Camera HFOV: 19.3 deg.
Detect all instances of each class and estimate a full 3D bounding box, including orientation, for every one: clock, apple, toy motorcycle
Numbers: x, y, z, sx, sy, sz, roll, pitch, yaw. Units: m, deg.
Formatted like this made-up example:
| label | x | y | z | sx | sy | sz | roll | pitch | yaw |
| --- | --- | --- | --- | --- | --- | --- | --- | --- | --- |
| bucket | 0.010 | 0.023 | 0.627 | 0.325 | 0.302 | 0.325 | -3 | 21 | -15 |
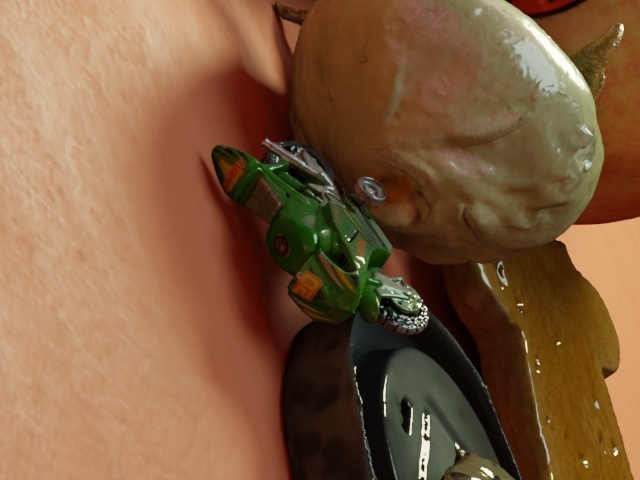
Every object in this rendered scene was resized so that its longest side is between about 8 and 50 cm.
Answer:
| label | x | y | z | sx | sy | sz | roll | pitch | yaw |
| --- | --- | --- | --- | --- | --- | --- | --- | --- | --- |
| clock | 0.080 | 0.193 | 1.414 | 0.325 | 0.067 | 0.325 | 51 | 26 | -35 |
| apple | 0.290 | -0.212 | 1.879 | 0.391 | 0.346 | 0.392 | 180 | -90 | -81 |
| toy motorcycle | 0.000 | 0.000 | 1.357 | 0.106 | 0.074 | 0.190 | -6 | 50 | -44 |

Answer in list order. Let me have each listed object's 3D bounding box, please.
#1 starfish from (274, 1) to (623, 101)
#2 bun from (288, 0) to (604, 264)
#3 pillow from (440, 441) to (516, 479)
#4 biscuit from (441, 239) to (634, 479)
| label | x | y | z | sx | sy | sz | roll | pitch | yaw |
| --- | --- | --- | --- | --- | --- | --- | --- | --- | --- |
| starfish | 0.101 | -0.153 | 1.628 | 0.084 | 0.293 | 0.301 | -54 | 167 | -26 |
| bun | 0.079 | -0.077 | 1.489 | 0.179 | 0.283 | 0.283 | -51 | 123 | -25 |
| pillow | 0.138 | 0.208 | 1.372 | 0.241 | 0.051 | 0.093 | 38 | 34 | -48 |
| biscuit | 0.217 | 0.170 | 1.772 | 0.368 | 0.076 | 0.394 | 23 | 50 | -61 |
